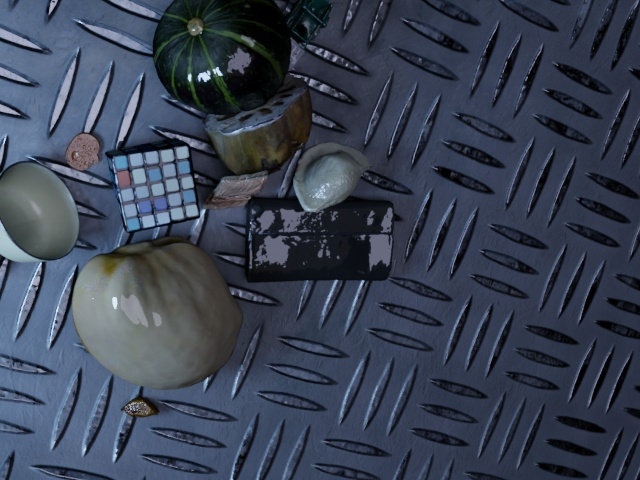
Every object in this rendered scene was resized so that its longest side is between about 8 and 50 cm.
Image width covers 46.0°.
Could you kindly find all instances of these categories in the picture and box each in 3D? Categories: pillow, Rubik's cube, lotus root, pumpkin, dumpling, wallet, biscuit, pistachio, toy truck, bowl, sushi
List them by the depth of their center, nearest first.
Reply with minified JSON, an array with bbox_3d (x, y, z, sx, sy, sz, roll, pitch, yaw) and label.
[{"bbox_3d":[-0.676,-0.049,1.709,0.126,0.237,0.237,-20,112,25],"label":"bowl"},{"bbox_3d":[-0.225,-0.439,1.718,0.324,0.241,0.323,-5,72,15],"label":"pumpkin"},{"bbox_3d":[-0.398,-0.134,1.790,0.184,0.182,0.187,-12,105,-17],"label":"Rubik's cube"},{"bbox_3d":[-0.566,-0.211,1.805,0.078,0.015,0.091,35,89,-24],"label":"biscuit"},{"bbox_3d":[-0.386,0.171,1.827,0.446,0.281,0.365,35,80,-36],"label":"pistachio"},{"bbox_3d":[-0.133,-0.268,1.834,0.272,0.272,0.192,-28,118,-12],"label":"lotus root"},{"bbox_3d":[-0.211,-0.117,1.841,0.126,0.232,0.043,-6,80,-22],"label":"pillow"},{"bbox_3d":[-0.053,-0.522,1.862,0.110,0.116,0.216,36,88,-22],"label":"toy truck"},{"bbox_3d":[-0.468,0.435,1.963,0.099,0.047,0.050,15,84,-5],"label":"sushi"},{"bbox_3d":[0.016,-0.172,1.965,0.166,0.126,0.215,40,91,15],"label":"dumpling"},{"bbox_3d":[0.000,0.000,2.021,0.406,0.062,0.228,0,101,-19],"label":"wallet"}]
